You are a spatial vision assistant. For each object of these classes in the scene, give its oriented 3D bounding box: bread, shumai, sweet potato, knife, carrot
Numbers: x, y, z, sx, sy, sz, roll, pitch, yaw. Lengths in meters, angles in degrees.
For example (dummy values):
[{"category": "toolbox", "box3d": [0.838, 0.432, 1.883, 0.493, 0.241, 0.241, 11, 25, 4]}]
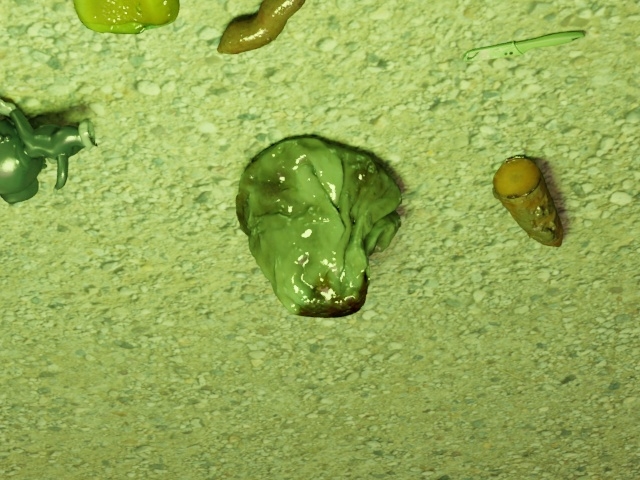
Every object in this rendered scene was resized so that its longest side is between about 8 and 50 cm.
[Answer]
[{"category": "bread", "box3d": [-0.309, -0.466, 1.824, 0.166, 0.112, 0.383, 1, 140, 10]}, {"category": "shumai", "box3d": [0.000, 0.000, 2.280, 0.309, 0.263, 0.304, -14, 140, 10]}, {"category": "sweet potato", "box3d": [-0.081, -0.355, 2.020, 0.218, 0.051, 0.065, -33, 130, 29]}, {"category": "knife", "box3d": [0.341, -0.325, 2.124, 0.207, 0.014, 0.030, -9, 139, 7]}, {"category": "carrot", "box3d": [0.411, -0.055, 2.395, 0.102, 0.102, 0.263, -21, 143, 18]}]

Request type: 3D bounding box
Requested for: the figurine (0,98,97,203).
[{"category": "figurine", "box3d": [-0.487, -0.143, 2.168, 0.265, 0.140, 0.193, 5, 163, 25]}]
